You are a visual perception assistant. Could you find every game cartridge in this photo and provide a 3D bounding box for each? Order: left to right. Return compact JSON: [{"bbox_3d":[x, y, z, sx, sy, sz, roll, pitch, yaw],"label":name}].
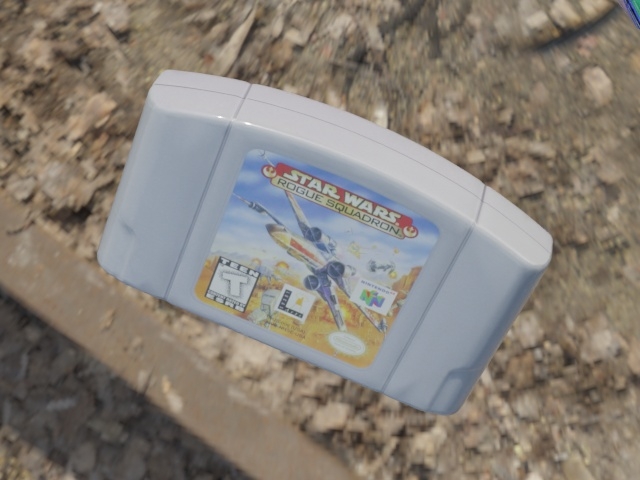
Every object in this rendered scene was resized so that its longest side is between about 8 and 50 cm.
[{"bbox_3d":[0.000,0.000,1.091,0.297,0.062,0.198,23,136,-1],"label":"game cartridge"}]

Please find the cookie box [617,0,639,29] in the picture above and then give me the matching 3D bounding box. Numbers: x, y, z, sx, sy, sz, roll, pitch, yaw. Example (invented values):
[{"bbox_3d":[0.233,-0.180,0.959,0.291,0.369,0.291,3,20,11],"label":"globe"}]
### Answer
[{"bbox_3d":[0.145,-0.127,0.552,0.107,0.092,0.040,-30,110,11],"label":"cookie box"}]
